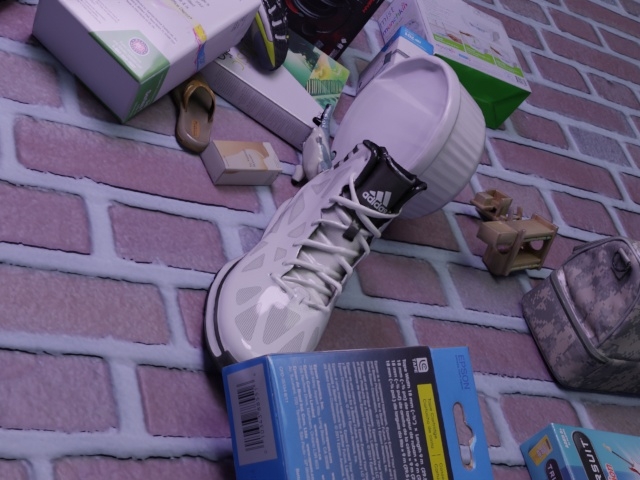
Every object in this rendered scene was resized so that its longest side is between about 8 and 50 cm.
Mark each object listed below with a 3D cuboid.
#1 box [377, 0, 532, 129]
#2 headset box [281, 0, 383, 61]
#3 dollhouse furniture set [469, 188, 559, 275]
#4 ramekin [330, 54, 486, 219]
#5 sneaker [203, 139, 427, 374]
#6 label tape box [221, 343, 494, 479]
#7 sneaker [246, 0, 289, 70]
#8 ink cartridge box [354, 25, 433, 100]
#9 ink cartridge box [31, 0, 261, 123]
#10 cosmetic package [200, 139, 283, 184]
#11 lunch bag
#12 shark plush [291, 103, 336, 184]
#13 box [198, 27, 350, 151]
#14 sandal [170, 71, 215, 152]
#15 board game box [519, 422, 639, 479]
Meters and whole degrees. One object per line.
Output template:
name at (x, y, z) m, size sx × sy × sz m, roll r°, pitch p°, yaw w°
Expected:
box at (0.275, -0.383, 2.165) m, size 0.261 × 0.127 × 0.231 m, roll 14°, pitch 44°, yaw -32°
headset box at (-0.034, -0.486, 1.915) m, size 0.293 × 0.218 × 0.110 m, roll 36°, pitch 37°, yaw -9°
dollhouse furniture set at (0.297, -0.012, 1.879) m, size 0.181 × 0.101 × 0.161 m, roll -5°, pitch 33°, yaw -44°
ramekin at (0.151, -0.159, 1.731) m, size 0.127 × 0.273 × 0.273 m, roll 32°, pitch 37°, yaw -32°
sneaker at (-0.001, -0.001, 1.433) m, size 0.169 × 0.257 × 0.447 m, roll 36°, pitch 38°, yaw -8°
label tape box at (0.055, 0.259, 1.298) m, size 0.333 × 0.106 × 0.241 m, roll 3°, pitch 72°, yaw -40°
sneaker at (-0.151, -0.412, 1.747) m, size 0.300 × 0.121 × 0.111 m, roll 63°, pitch 20°, yaw -2°
ink cartridge box at (0.131, -0.282, 1.925) m, size 0.082 × 0.139 × 0.191 m, roll 33°, pitch 38°, yaw -14°
ink cartridge box at (-0.259, -0.339, 1.595) m, size 0.201 × 0.117 × 0.278 m, roll 45°, pitch 54°, yaw 3°
cosmetic package at (-0.120, -0.119, 1.622) m, size 0.115 × 0.041 × 0.060 m, roll -4°, pitch 57°, yaw -44°
lunch bag at (0.544, 0.115, 1.809) m, size 0.305 × 0.256 × 0.213 m, roll 11°, pitch 47°, yaw -35°
shark plush at (-0.001, -0.142, 1.715) m, size 0.067 × 0.073 × 0.161 m, roll 21°, pitch 57°, yaw -42°
box at (-0.111, -0.310, 1.805) m, size 0.322 × 0.058 × 0.232 m, roll 34°, pitch 38°, yaw -11°
sandal at (-0.193, -0.214, 1.643) m, size 0.072 × 0.049 × 0.180 m, roll 18°, pitch 43°, yaw -28°
board game box at (0.485, 0.423, 1.600) m, size 0.336 × 0.079 × 0.254 m, roll 14°, pitch 45°, yaw -33°
